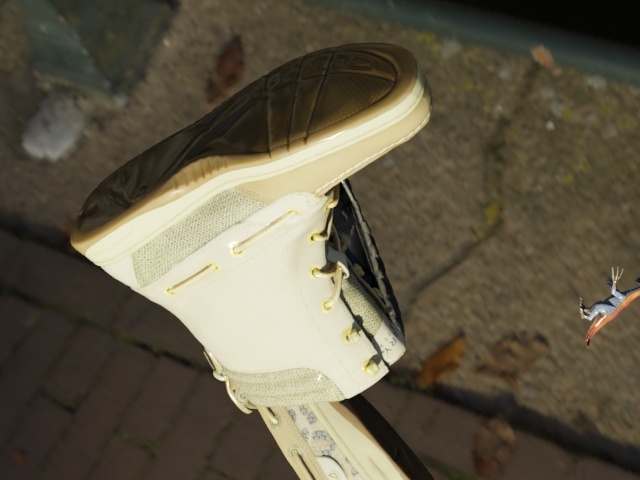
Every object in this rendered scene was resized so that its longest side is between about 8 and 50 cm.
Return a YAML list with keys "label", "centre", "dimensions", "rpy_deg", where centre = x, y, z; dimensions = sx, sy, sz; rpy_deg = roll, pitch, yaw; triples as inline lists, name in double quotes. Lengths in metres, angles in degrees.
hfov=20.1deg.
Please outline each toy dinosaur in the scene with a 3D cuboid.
- label: "toy dinosaur"
  centre: [0.335, 0.070, 2.039]
  dimensions: [0.082, 0.047, 0.090]
  rpy_deg: [-8, 96, 10]

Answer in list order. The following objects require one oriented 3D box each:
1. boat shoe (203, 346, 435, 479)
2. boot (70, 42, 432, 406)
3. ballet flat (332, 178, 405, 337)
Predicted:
- label: "boat shoe"
  centre: [-0.025, 0.129, 1.408]
  dimensions: [0.089, 0.104, 0.285]
  rpy_deg: [-46, 64, 8]
- label: "boot"
  centre: [0.000, 0.000, 0.925]
  dimensions: [0.213, 0.165, 0.077]
  rpy_deg: [-26, 32, 29]
- label: "ballet flat"
  centre: [0.011, -0.004, 1.155]
  dimensions: [0.057, 0.049, 0.173]
  rpy_deg: [-30, 97, -20]
